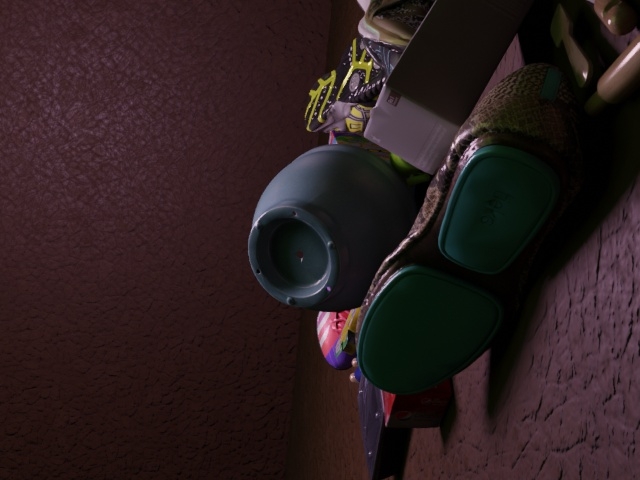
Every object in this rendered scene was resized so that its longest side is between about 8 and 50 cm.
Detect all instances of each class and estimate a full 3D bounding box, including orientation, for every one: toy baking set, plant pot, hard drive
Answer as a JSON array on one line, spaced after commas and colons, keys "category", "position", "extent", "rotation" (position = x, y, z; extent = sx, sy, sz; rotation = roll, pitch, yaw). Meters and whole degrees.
[{"category": "toy baking set", "position": [0.262, -0.211, 0.765], "extent": [0.256, 0.030, 0.196], "rotation": [110, 167, -66]}, {"category": "plant pot", "position": [0.000, 0.000, 1.490], "extent": [0.196, 0.293, 0.293], "rotation": [-33, -44, -57]}, {"category": "hard drive", "position": [0.110, 0.298, 1.605], "extent": [0.254, 0.054, 0.172], "rotation": [-97, 14, -65]}]

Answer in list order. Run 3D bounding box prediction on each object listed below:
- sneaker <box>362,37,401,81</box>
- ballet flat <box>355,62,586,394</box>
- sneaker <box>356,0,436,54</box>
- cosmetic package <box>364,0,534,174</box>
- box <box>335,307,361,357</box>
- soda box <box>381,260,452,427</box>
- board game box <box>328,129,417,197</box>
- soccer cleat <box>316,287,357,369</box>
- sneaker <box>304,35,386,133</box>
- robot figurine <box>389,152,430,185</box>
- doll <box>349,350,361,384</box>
[{"category": "sneaker", "position": [0.151, -0.330, 1.578], "extent": [0.106, 0.101, 0.267], "rotation": [124, 138, -55]}, {"category": "ballet flat", "position": [0.170, -0.002, 0.991], "extent": [0.483, 0.164, 0.182], "rotation": [109, -173, -51]}, {"category": "sneaker", "position": [0.155, -0.414, 1.435], "extent": [0.410, 0.158, 0.182], "rotation": [-101, 31, -55]}, {"category": "cosmetic package", "position": [0.151, -0.208, 0.996], "extent": [0.238, 0.107, 0.127], "rotation": [-62, -2, -19]}, {"category": "box", "position": [0.081, 0.149, 1.754], "extent": [0.179, 0.043, 0.105], "rotation": [-63, -1, -30]}, {"category": "soda box", "position": [0.136, 0.153, 1.346], "extent": [0.263, 0.083, 0.092], "rotation": [-92, 9, -46]}, {"category": "board game box", "position": [0.090, -0.115, 1.706], "extent": [0.275, 0.142, 0.144], "rotation": [-105, 21, -73]}, {"category": "soccer cleat", "position": [0.057, 0.134, 2.012], "extent": [0.116, 0.109, 0.318], "rotation": [133, 144, -74]}, {"category": "sneaker", "position": [0.105, -0.319, 1.839], "extent": [0.385, 0.147, 0.145], "rotation": [-20, 61, 63]}, {"category": "robot figurine", "position": [0.154, -0.145, 1.493], "extent": [0.115, 0.067, 0.101], "rotation": [133, 129, -80]}, {"category": "doll", "position": [0.097, 0.220, 1.817], "extent": [0.189, 0.046, 0.129], "rotation": [104, 176, -54]}]
